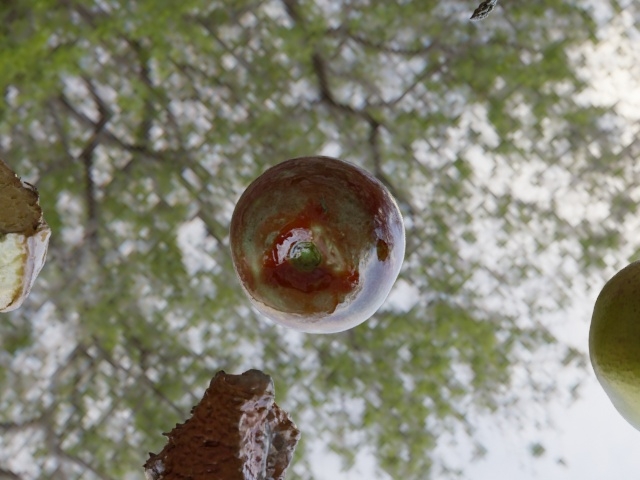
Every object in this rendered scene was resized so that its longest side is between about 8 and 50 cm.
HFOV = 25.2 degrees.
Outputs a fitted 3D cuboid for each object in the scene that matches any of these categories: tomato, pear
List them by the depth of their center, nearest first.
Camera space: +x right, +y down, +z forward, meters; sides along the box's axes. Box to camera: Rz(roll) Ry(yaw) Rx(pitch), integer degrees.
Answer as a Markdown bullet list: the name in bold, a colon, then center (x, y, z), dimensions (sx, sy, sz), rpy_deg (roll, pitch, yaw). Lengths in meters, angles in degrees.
- **pear**: center (0.511, 0.151, 1.978), dimensions (0.294, 0.294, 0.294), rpy_deg (-37, -155, 20)
- **tomato**: center (0.000, 0.000, 2.177), dimensions (0.270, 0.270, 0.222), rpy_deg (-38, -176, 17)

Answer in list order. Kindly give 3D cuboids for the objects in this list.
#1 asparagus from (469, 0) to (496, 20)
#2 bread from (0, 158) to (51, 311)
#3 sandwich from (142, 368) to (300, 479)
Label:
- **asparagus**: center (0.171, -0.245, 1.371), dimensions (0.015, 0.014, 0.114), rpy_deg (7, -131, 30)
- **bread**: center (-0.380, -0.001, 1.528), dimensions (0.229, 0.143, 0.140), rpy_deg (43, -51, 52)
- **sandwich**: center (-0.111, 0.303, 1.757), dimensions (0.162, 0.250, 0.301), rpy_deg (-149, -112, -66)
